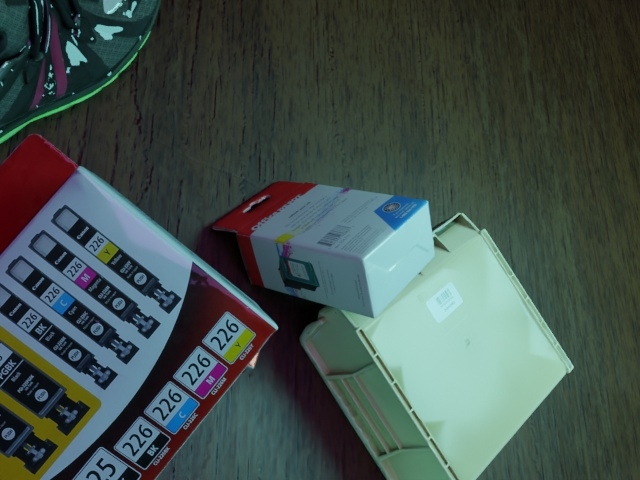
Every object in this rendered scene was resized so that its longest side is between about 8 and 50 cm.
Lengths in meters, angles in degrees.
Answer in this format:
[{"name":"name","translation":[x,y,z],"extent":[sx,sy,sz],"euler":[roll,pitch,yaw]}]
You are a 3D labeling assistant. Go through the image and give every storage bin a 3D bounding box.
[{"name":"storage bin","translation":[0.148,0.139,0.830],"extent":[0.262,0.123,0.260],"euler":[-33,89,-34]}]

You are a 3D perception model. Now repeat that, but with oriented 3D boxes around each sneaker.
[{"name":"sneaker","translation":[-0.306,-0.220,0.652],"extent":[0.185,0.202,0.483],"euler":[40,57,-12]}]

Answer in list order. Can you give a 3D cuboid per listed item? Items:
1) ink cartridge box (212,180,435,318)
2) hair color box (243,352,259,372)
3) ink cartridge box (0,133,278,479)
[{"name":"ink cartridge box","translation":[0.000,0.000,0.771],"extent":[0.134,0.231,0.078],"euler":[-39,128,-38]},{"name":"hair color box","translation":[-0.152,0.088,0.691],"extent":[0.167,0.093,0.053],"euler":[27,59,-19]},{"name":"ink cartridge box","translation":[-0.242,0.101,0.543],"extent":[0.272,0.130,0.309],"euler":[40,83,-10]}]
